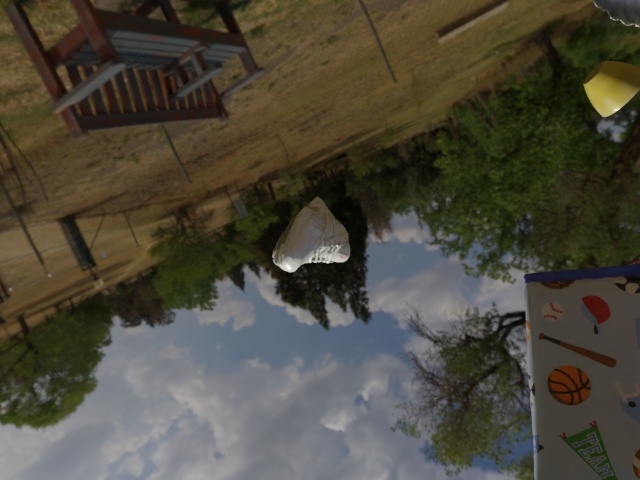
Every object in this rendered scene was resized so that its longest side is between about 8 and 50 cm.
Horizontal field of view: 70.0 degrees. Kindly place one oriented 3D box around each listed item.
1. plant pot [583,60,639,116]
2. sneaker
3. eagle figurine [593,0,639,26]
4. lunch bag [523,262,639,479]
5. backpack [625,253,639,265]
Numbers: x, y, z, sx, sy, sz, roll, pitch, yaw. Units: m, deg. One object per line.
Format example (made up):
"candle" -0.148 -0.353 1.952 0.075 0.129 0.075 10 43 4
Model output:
"plant pot" 0.733 -0.398 1.159 0.134 0.095 0.134 -54 180 1
"sneaker" 0.000 0.000 0.771 0.090 0.115 0.232 -53 -179 26
"eagle figurine" 0.357 -0.406 0.514 0.298 0.225 0.226 9 134 -37
"lunch bag" 0.480 0.252 0.706 0.238 0.328 0.385 -7 149 36
"backpack" 1.048 0.165 1.371 0.224 0.191 0.254 14 -135 2
